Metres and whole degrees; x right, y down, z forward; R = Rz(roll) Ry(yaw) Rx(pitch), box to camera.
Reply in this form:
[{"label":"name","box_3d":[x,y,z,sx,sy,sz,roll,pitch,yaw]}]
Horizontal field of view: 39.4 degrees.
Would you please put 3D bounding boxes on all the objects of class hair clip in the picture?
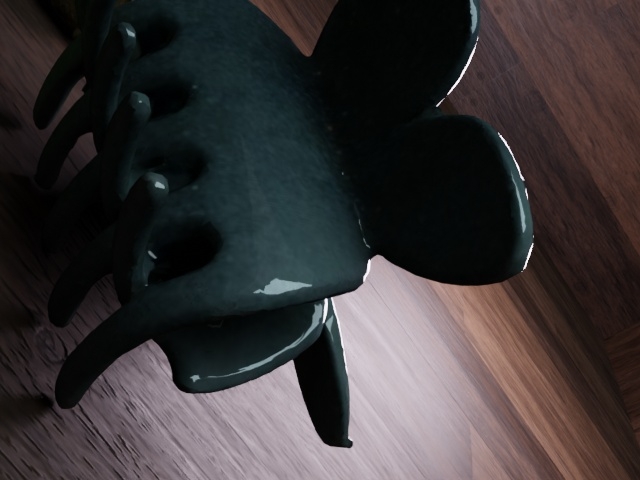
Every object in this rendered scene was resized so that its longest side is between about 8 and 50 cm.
[{"label":"hair clip","box_3d":[-0.056,-0.047,0.622,0.238,0.392,0.318,8,50,-30]}]

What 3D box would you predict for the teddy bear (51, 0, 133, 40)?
[{"label":"teddy bear","box_3d":[-0.144,-0.247,0.869,0.251,0.129,0.181,-28,100,-54]}]
